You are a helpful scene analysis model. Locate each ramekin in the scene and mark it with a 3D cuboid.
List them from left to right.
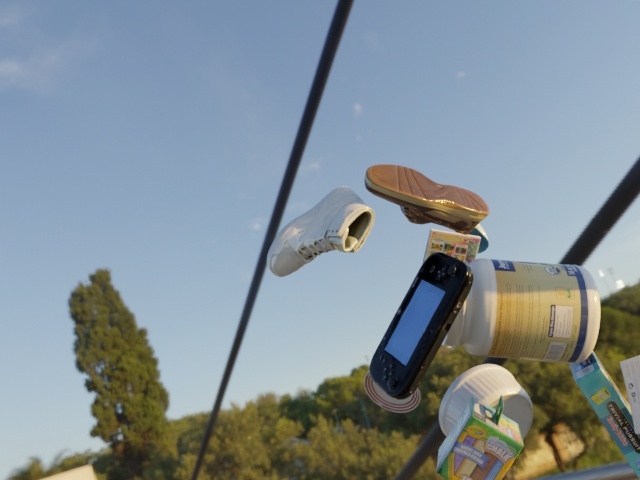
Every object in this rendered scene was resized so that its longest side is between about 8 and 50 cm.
[{"bbox_3d":[0.493,0.506,1.816,0.273,0.272,0.127,-13,22,-21],"label":"ramekin"}]

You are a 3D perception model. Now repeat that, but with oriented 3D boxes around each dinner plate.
[{"bbox_3d":[0.172,0.354,1.495,0.141,0.141,0.017,-34,10,39],"label":"dinner plate"}]

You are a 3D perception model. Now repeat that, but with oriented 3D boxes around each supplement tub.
[{"bbox_3d":[0.442,0.158,1.429,0.316,0.228,0.228,4,-17,3],"label":"supplement tub"}]

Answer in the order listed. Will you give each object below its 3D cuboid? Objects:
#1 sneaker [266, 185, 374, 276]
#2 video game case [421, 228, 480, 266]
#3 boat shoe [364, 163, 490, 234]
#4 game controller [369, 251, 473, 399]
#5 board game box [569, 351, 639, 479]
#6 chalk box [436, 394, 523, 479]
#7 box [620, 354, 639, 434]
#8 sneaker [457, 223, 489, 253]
[{"bbox_3d":[0.000,0.000,1.518,0.292,0.169,0.108,-45,-58,1],"label":"sneaker"},{"bbox_3d":[0.393,0.045,1.888,0.157,0.143,0.019,9,14,-6],"label":"video game case"},{"bbox_3d":[0.253,-0.088,1.568,0.342,0.123,0.123,13,-50,-21],"label":"boat shoe"},{"bbox_3d":[0.209,0.177,1.330,0.067,0.319,0.166,28,0,-32],"label":"game controller"},{"bbox_3d":[0.818,0.479,1.721,0.079,0.336,0.254,-34,-6,17],"label":"board game box"},{"bbox_3d":[0.380,0.462,1.449,0.213,0.132,0.132,-61,-9,12],"label":"chalk box"},{"bbox_3d":[0.828,0.353,1.461,0.119,0.180,0.182,12,-30,-20],"label":"box"},{"bbox_3d":[0.465,-0.064,2.043,0.087,0.228,0.092,-31,8,15],"label":"sneaker"}]
